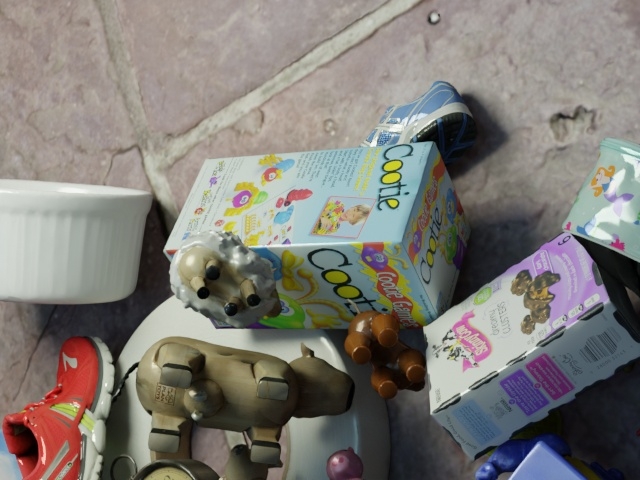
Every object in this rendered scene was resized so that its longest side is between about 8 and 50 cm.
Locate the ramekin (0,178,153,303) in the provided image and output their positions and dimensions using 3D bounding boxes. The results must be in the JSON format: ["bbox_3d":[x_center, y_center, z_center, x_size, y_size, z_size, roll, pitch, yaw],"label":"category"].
[{"bbox_3d":[-0.351,-0.002,1.580,0.277,0.277,0.135,7,95,35],"label":"ramekin"}]

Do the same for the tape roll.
[{"bbox_3d":[-0.100,0.239,1.493,0.392,0.072,0.392,-5,81,33],"label":"tape roll"}]

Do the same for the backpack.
[{"bbox_3d":[0.342,-0.012,1.114,0.225,0.253,0.191,28,100,34],"label":"backpack"}]

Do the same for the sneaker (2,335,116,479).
[{"bbox_3d":[-0.314,0.212,1.506,0.279,0.118,0.107,-95,28,-48],"label":"sneaker"}]

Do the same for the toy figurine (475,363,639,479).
[{"bbox_3d":[0.241,0.203,1.176,0.362,0.217,0.191,43,107,30],"label":"toy figurine"}]

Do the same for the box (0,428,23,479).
[{"bbox_3d":[-0.356,0.280,1.524,0.042,0.178,0.109,-58,30,27],"label":"box"}]

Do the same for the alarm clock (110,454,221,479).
[{"bbox_3d":[-0.174,0.304,1.451,0.192,0.064,0.129,32,102,31],"label":"alarm clock"}]

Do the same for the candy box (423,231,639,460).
[{"bbox_3d":[0.196,0.093,1.206,0.196,0.070,0.165,-36,20,17],"label":"candy box"}]

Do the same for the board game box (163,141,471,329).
[{"bbox_3d":[0.000,0.000,1.364,0.275,0.142,0.144,-2,48,27],"label":"board game box"}]

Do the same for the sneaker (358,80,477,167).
[{"bbox_3d":[0.084,-0.097,1.421,0.211,0.080,0.081,-33,44,27],"label":"sneaker"}]

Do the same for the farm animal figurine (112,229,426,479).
[{"bbox_3d":[-0.052,0.185,1.315,0.326,0.172,0.330,25,100,-9],"label":"farm animal figurine"}]
